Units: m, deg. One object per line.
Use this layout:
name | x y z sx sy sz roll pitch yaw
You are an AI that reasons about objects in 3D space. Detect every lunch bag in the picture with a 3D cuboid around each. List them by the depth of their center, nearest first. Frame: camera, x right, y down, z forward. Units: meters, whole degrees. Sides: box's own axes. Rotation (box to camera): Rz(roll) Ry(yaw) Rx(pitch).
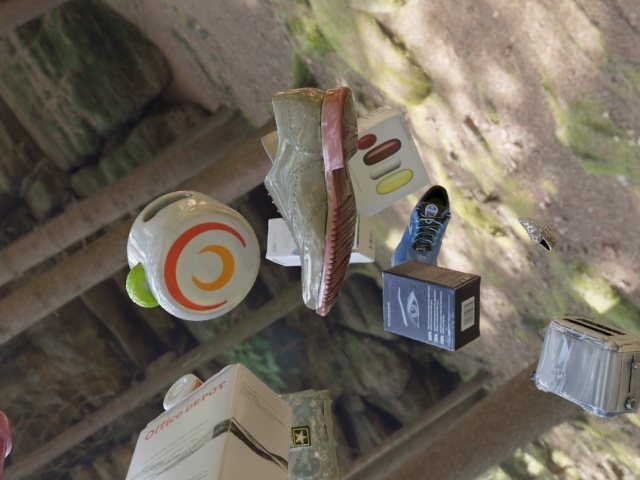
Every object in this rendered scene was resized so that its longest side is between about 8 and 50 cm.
lunch bag | -0.080 0.522 2.037 0.169 0.287 0.235 5 -106 -47

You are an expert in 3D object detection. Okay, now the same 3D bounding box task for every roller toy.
roller toy | -0.206 0.021 1.243 0.209 0.191 0.146 17 -174 -35

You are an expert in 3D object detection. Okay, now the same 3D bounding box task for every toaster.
toaster | 0.511 0.234 1.470 0.227 0.129 0.147 21 105 56

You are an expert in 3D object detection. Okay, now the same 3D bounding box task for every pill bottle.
pill bottle | -0.327 0.485 2.156 0.216 0.121 0.121 46 178 -20

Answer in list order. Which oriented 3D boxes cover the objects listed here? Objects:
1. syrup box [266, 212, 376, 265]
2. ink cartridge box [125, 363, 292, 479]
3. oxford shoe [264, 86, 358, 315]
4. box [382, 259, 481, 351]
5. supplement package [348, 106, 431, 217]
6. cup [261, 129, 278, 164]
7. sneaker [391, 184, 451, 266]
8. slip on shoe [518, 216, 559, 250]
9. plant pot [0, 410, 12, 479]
syrup box | 0.000 0.000 1.744 0.096 0.236 0.093 27 -117 -59
ink cartridge box | -0.210 0.450 1.344 0.166 0.285 0.395 45 -157 -22
oxford shoe | -0.017 -0.058 1.155 0.123 0.130 0.348 -38 -48 -70
box | 0.252 0.144 1.750 0.207 0.108 0.153 15 114 42
supplement package | 0.120 -0.186 1.839 0.194 0.203 0.149 63 173 -20
cup | 0.024 -0.209 2.120 0.331 0.237 0.331 56 -174 -8
sneaker | 0.275 -0.026 2.056 0.129 0.330 0.147 13 139 8
slip on shoe | 0.495 -0.015 1.746 0.135 0.041 0.051 27 170 -41
plant pot | -0.706 0.449 1.498 0.201 0.201 0.180 64 -179 -52
